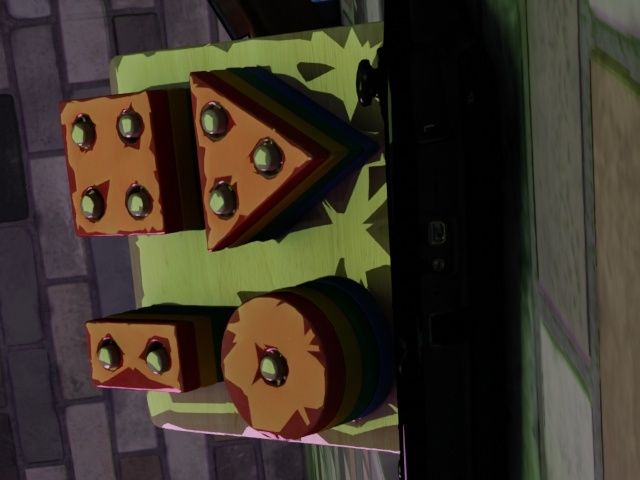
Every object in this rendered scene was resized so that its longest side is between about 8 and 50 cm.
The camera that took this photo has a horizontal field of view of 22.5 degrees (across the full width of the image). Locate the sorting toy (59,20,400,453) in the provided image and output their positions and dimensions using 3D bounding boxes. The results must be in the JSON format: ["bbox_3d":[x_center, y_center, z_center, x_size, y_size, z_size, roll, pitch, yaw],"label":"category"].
[{"bbox_3d":[-0.051,0.004,1.001,0.255,0.089,0.257,-1,98,42],"label":"sorting toy"}]

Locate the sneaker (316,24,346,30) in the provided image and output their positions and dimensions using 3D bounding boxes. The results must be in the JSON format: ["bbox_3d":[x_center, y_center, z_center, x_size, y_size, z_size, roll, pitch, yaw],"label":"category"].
[{"bbox_3d":[0.000,0.000,1.080,0.111,0.129,0.297,-96,3,-62],"label":"sneaker"}]

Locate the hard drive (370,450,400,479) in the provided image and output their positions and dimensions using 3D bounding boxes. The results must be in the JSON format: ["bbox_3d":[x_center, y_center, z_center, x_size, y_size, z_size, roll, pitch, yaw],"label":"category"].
[{"bbox_3d":[0.073,0.303,1.140,0.210,0.040,0.318,-105,9,-69],"label":"hard drive"}]

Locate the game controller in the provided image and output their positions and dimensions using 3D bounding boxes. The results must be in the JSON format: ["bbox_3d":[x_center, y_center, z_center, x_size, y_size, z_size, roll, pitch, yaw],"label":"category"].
[{"bbox_3d":[0.051,0.024,0.801,0.166,0.067,0.319,-103,8,-61],"label":"game controller"}]

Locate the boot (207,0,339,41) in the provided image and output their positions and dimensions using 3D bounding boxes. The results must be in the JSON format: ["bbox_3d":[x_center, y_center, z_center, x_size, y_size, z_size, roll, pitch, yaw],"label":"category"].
[{"bbox_3d":[-0.008,-0.171,1.477,0.219,0.106,0.082,56,179,-13],"label":"boot"}]
